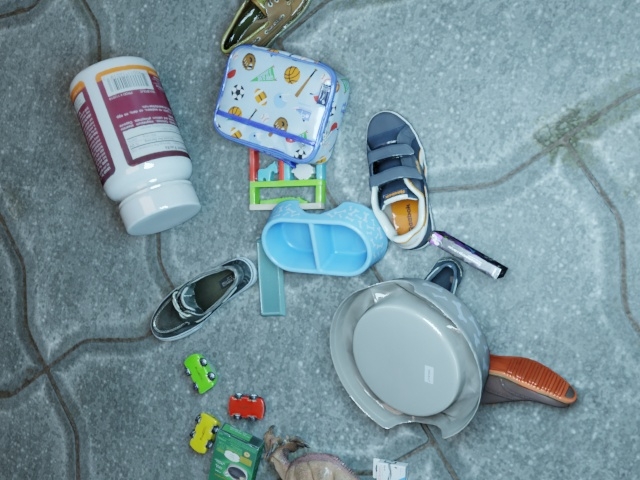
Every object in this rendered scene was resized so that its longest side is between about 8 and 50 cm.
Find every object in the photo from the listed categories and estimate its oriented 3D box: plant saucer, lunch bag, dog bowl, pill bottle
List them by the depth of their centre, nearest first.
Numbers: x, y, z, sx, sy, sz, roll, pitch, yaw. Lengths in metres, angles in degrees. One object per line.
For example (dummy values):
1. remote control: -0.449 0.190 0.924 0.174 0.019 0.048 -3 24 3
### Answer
1. dog bowl: 0.188 0.235 1.428 0.348 0.102 0.349 16 119 32
2. dog bowl: 0.000 0.000 1.552 0.297 0.074 0.166 3 119 24
3. lunch bag: -0.089 -0.301 1.574 0.303 0.115 0.243 22 100 22
4. plant saucer: -0.122 0.089 1.674 0.067 0.018 0.192 -4 90 23
5. pill bottle: -0.447 -0.227 1.696 0.224 0.224 0.392 -25 80 21

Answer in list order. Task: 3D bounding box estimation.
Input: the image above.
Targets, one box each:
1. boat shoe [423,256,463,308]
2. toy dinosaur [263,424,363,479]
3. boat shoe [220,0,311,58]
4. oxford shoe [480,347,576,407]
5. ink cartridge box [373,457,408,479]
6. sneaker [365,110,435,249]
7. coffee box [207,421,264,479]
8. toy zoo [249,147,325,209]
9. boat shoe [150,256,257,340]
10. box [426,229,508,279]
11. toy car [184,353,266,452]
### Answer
1. boat shoe: 0.228 0.153 1.493 0.095 0.079 0.255 35 105 11
2. toy dinosaur: -0.017 0.525 1.577 0.295 0.127 0.201 -6 84 20
3. boat shoe: -0.118 -0.545 1.620 0.110 0.104 0.307 41 105 17
4. oxford shoe: 0.388 0.296 1.432 0.271 0.097 0.098 17 114 28
5. ink cartridge box: 0.154 0.522 1.554 0.083 0.028 0.048 2 91 23
6. sneaker: 0.167 -0.137 1.494 0.126 0.127 0.321 -20 81 23
7. coffee box: -0.205 0.534 1.663 0.113 0.040 0.184 21 118 15
8. toy zoo: -0.080 -0.219 1.646 0.192 0.030 0.293 -1 90 23
9. boat shoe: -0.310 0.140 1.697 0.335 0.119 0.121 -37 77 19
10. box: 0.308 0.029 1.439 0.162 0.116 0.029 33 101 19
11. toy car: -0.260 0.381 1.714 0.239 0.053 0.225 -35 77 19
